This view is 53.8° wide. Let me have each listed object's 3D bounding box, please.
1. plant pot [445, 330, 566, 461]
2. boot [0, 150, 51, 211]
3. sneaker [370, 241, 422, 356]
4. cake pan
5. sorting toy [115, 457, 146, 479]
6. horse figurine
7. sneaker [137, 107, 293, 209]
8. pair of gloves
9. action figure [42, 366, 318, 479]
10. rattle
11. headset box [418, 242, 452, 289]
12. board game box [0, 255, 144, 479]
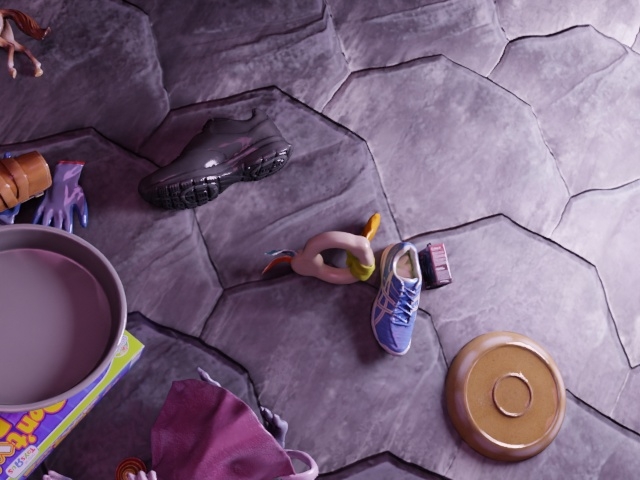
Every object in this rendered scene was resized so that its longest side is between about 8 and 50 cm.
[{"bbox_3d":[0.345,0.282,1.153,0.236,0.032,0.236,2,77,-8],"label":"plant pot"},{"bbox_3d":[-0.516,-0.062,0.953,0.220,0.283,0.109,-24,103,-18],"label":"boot"},{"bbox_3d":[0.138,0.101,1.134,0.080,0.081,0.211,4,78,-10],"label":"sneaker"},{"bbox_3d":[-0.444,0.115,0.943,0.293,0.054,0.293,10,59,-18],"label":"cake pan"},{"bbox_3d":[-0.294,0.400,1.014,0.061,0.042,0.102,-39,86,-15],"label":"sorting toy"},{"bbox_3d":[-0.617,-0.343,1.122,0.263,0.066,0.174,-30,89,-12],"label":"horse figurine"},{"bbox_3d":[-0.197,-0.149,1.136,0.286,0.109,0.130,-24,75,-23],"label":"sneaker"},{"bbox_3d":[-0.503,-0.072,1.099,0.198,0.023,0.159,4,78,-4],"label":"pair of gloves"},{"bbox_3d":[-0.229,0.390,0.946,0.275,0.248,0.370,52,59,-28],"label":"action figure"},{"bbox_3d":[0.000,0.000,1.144,0.200,0.130,0.142,-2,64,17],"label":"rattle"},{"bbox_3d":[0.211,0.045,1.169,0.032,0.062,0.083,-9,80,-12],"label":"headset box"},{"bbox_3d":[-0.476,0.221,0.953,0.233,0.078,0.347,39,55,1],"label":"board game box"}]
